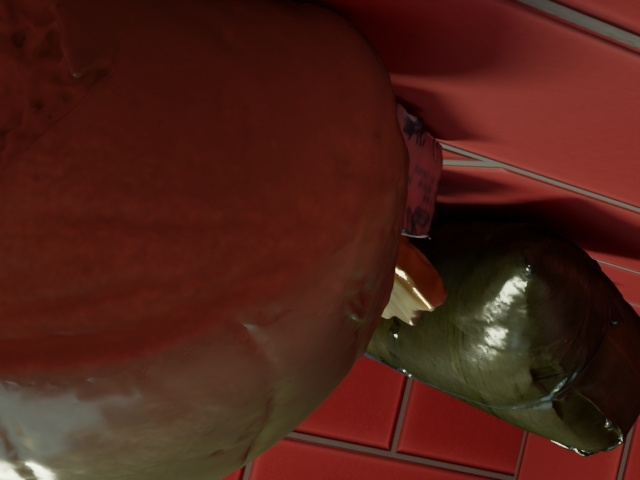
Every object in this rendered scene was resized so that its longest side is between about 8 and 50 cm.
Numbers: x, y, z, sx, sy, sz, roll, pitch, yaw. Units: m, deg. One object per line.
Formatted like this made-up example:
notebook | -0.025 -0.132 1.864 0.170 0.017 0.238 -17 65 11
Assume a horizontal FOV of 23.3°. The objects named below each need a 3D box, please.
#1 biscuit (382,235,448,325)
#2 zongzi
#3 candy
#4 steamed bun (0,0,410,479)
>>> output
biscuit | 0.000 0.000 1.374 0.204 0.040 0.309 47 162 -6
zongzi | 0.110 0.035 1.448 0.356 0.174 0.393 20 168 31
candy | 0.022 -0.048 0.988 0.092 0.073 0.160 11 176 17
steamed bun | -0.096 0.023 0.772 0.273 0.272 0.290 10 167 11
